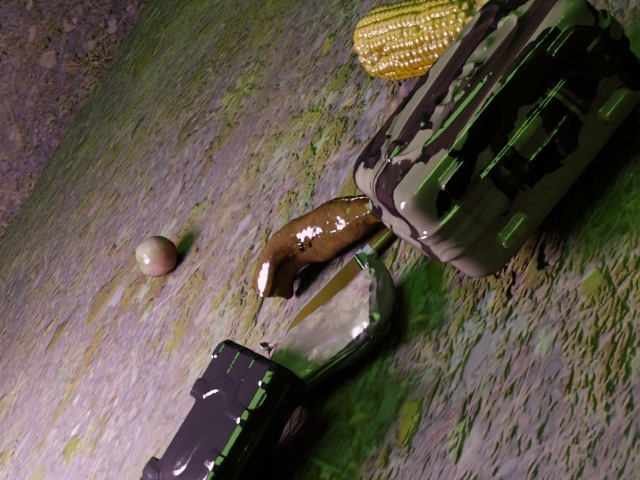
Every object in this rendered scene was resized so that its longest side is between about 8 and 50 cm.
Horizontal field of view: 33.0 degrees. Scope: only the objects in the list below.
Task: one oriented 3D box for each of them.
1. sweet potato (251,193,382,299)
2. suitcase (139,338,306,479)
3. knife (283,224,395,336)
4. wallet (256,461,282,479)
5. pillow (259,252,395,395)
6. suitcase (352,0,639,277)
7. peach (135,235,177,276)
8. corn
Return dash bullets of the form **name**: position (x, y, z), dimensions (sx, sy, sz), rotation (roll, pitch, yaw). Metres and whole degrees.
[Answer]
- **sweet potato**: position (0.005, 0.003, 1.609), dimensions (0.286, 0.085, 0.112), rotation (-27, 50, 36)
- **suitcase**: position (-0.143, 0.275, 1.402), dimensions (0.285, 0.066, 0.206), rotation (-59, 25, -9)
- **knife**: position (0.055, 0.036, 1.545), dimensions (0.343, 0.027, 0.061), rotation (-46, 31, 10)
- **wallet**: position (-0.118, 0.357, 1.386), dimensions (0.172, 0.045, 0.318), rotation (-55, 26, -4)
- **pillow**: position (0.008, 0.135, 1.456), dimensions (0.255, 0.059, 0.169), rotation (-40, 30, 25)
- **suitcase**: position (0.210, -0.139, 1.346), dimensions (0.351, 0.194, 0.339), rotation (-50, 20, -1)
- **peach**: position (-0.313, 0.031, 2.078), dimensions (0.083, 0.083, 0.083), rotation (-37, 29, 25)
- **corn**: position (0.173, -0.329, 1.714), dimensions (0.347, 0.130, 0.130), rotation (-3, 53, 55)
